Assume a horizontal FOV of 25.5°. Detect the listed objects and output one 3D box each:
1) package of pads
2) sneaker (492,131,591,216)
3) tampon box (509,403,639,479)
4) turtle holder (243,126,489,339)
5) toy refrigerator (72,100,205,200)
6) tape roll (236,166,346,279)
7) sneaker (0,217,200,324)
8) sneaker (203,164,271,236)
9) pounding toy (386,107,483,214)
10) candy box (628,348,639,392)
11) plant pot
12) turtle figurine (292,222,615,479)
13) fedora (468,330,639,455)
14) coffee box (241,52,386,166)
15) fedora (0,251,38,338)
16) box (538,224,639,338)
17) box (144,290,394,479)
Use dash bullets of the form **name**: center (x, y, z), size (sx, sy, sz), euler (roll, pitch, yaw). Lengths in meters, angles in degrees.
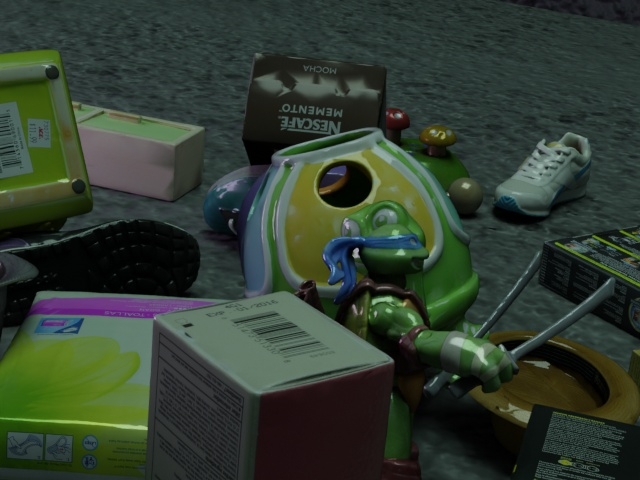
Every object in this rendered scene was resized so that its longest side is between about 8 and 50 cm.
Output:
- **package of pads**: center (-0.180, 0.146, 1.308), size (0.229, 0.101, 0.296), euler (4, 22, 1)
- **sneaker**: center (0.323, -0.096, 2.066), size (0.087, 0.092, 0.228), euler (19, 26, 29)
- **tampon box**: center (0.203, 0.228, 1.153), size (0.101, 0.121, 0.161), euler (11, 21, 13)
- **turtle holder**: center (0.024, 0.016, 1.402), size (0.243, 0.228, 0.320), euler (-10, 9, 20)
- **toy refrigerator**: center (-0.309, -0.137, 2.024), size (0.269, 0.094, 0.102), euler (12, 22, 18)
- **tape roll**: center (0.000, 0.000, 1.605), size (0.189, 0.189, 0.080), euler (2, 20, -8)
- **sneaker**: center (-0.282, 0.018, 1.621), size (0.283, 0.107, 0.124), euler (-6, 17, -26)
- **sneaker**: center (-0.036, -0.020, 1.760), size (0.302, 0.108, 0.121), euler (-3, 57, 37)
- **pounding toy**: center (0.141, -0.125, 2.074), size (0.182, 0.110, 0.237), euler (2, 21, -8)
- **candy box**: center (0.419, 0.166, 1.463), size (0.109, 0.053, 0.186), euler (-6, 25, -28)
- **plant pot**: center (-0.400, -0.101, 1.635), size (0.227, 0.228, 0.207), euler (-12, 0, -36)
- **turtle figurine**: center (0.112, 0.130, 1.158), size (0.274, 0.266, 0.197), euler (8, 4, -31)
- **fedora**: center (0.217, 0.162, 1.388), size (0.194, 0.079, 0.194), euler (6, 25, -3)
- **coffee box**: center (-0.001, -0.129, 1.842), size (0.168, 0.119, 0.297), euler (7, -14, 5)
- **fedora**: center (-0.385, 0.092, 1.339), size (0.243, 0.124, 0.275), euler (-15, 15, -33)
- **box**: center (0.438, 0.058, 1.737), size (0.216, 0.060, 0.270), euler (-10, 25, -33)
- **box**: center (-0.045, 0.176, 1.072), size (0.126, 0.232, 0.148), euler (-10, 26, -35)
